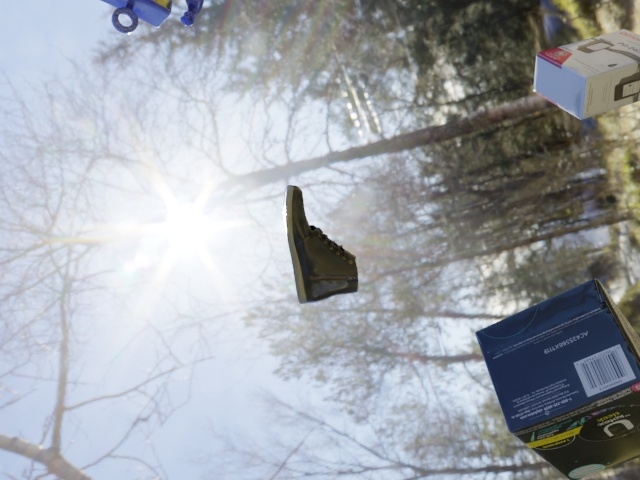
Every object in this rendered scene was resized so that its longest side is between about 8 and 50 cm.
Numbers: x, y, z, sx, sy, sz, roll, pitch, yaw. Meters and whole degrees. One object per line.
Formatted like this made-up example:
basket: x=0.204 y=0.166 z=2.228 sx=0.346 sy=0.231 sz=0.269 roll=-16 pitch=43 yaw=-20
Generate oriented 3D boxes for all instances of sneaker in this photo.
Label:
sneaker: x=0.000 y=0.000 z=1.227 sx=0.083 sy=0.118 sz=0.222 roll=-109 pitch=9 yaw=-72

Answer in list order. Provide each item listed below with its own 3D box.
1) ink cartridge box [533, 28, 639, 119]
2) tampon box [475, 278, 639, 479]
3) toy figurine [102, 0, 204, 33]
ink cartridge box: x=0.389 y=-0.231 z=0.929 sx=0.109 sy=0.150 sz=0.063 roll=-125 pitch=21 yaw=-51
tampon box: x=0.238 y=0.132 z=0.611 sx=0.161 sy=0.120 sz=0.101 roll=40 pitch=-151 yaw=-41
toy figurine: x=-0.269 y=-0.411 z=0.959 sx=0.362 sy=0.191 sz=0.217 roll=20 pitch=-95 yaw=-30
